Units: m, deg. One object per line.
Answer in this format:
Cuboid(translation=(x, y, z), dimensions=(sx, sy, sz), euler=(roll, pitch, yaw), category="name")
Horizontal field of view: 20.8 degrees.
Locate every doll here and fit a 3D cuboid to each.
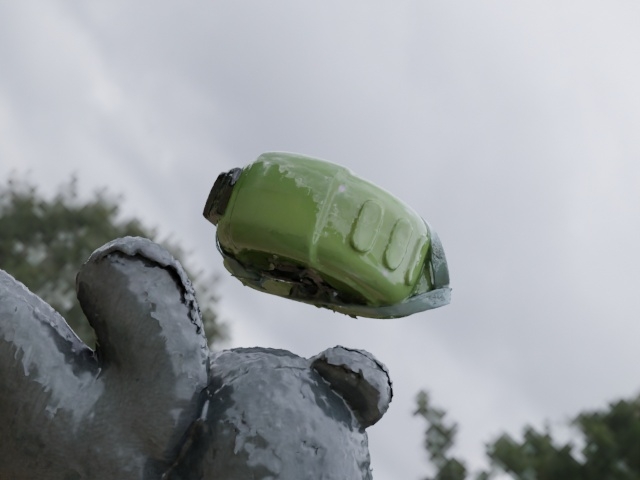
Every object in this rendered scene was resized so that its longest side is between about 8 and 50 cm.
Cuboid(translation=(-0.122, 0.102, 1.020), dimensions=(0.340, 0.246, 0.158), euler=(22, 20, 0), category="doll")

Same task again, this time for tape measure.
Cuboid(translation=(0.000, 0.000, 1.188), dimensions=(0.177, 0.087, 0.154), euler=(11, -19, 30), category="tape measure")
